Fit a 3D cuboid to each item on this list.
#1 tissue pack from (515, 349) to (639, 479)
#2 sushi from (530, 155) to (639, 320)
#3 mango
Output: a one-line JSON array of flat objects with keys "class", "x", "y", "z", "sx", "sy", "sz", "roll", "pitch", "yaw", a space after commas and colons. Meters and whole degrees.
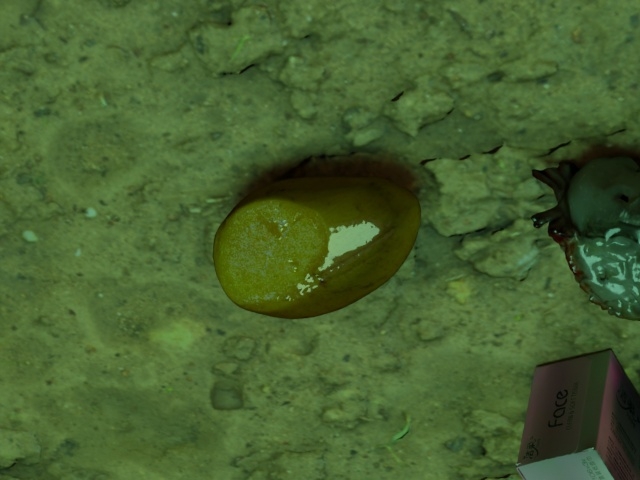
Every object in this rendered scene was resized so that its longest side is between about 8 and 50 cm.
[{"class": "tissue pack", "x": 0.301, "y": 0.250, "z": 1.734, "sx": 0.092, "sy": 0.148, "sz": 0.246, "roll": -16, "pitch": 124, "yaw": 29}, {"class": "sushi", "x": 0.349, "y": 0.004, "z": 1.504, "sx": 0.332, "sy": 0.124, "sz": 0.130, "roll": 6, "pitch": 124, "yaw": 10}, {"class": "mango", "x": 0.002, "y": -0.002, "z": 1.619, "sx": 0.217, "sy": 0.102, "sz": 0.141, "roll": -23, "pitch": 99, "yaw": 29}]
